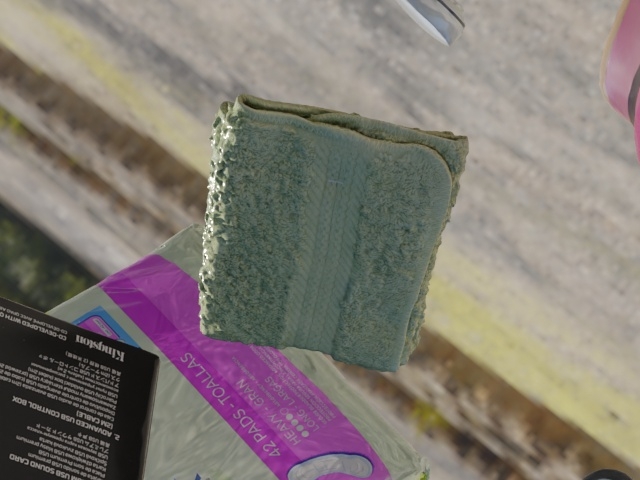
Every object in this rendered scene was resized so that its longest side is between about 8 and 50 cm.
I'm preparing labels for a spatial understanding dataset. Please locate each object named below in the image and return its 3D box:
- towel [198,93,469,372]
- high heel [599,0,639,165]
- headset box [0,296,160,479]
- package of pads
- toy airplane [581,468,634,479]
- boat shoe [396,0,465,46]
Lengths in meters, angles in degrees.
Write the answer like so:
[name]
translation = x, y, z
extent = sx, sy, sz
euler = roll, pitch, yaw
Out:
[towel]
translation = 0.000, 0.000, 0.746
extent = 0.110, 0.027, 0.148
euler = 10, 135, -1
[high heel]
translation = 0.206, -0.172, 0.586
extent = 0.127, 0.377, 0.181
euler = 8, -157, -13
[headset box]
translation = -0.183, 0.143, 0.521
extent = 0.218, 0.293, 0.110
euler = 22, 139, -23
[package of pads]
translation = -0.112, 0.151, 0.888
extent = 0.229, 0.296, 0.101
euler = 45, 155, 31
[toy airplane]
translation = 0.240, 0.421, 1.462
extent = 0.272, 0.386, 0.384
euler = 42, 136, 32
[boat shoe]
translation = 0.079, -0.305, 1.700
extent = 0.267, 0.088, 0.096
euler = 56, -172, 36
